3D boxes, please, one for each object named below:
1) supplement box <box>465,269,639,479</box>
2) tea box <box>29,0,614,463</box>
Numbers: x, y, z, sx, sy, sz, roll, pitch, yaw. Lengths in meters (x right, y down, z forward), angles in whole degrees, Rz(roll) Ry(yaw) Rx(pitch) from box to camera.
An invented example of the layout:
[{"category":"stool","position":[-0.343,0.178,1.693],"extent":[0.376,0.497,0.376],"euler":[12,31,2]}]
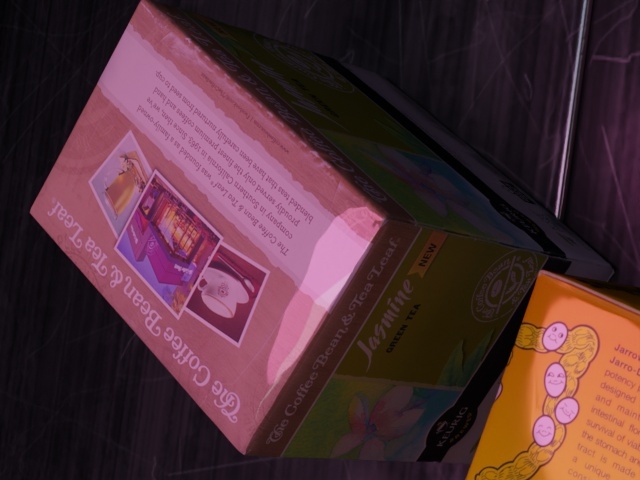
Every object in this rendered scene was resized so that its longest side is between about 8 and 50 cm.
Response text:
[{"category":"supplement box","position":[0.226,0.225,1.149],"extent":[0.195,0.194,0.357],"euler":[25,100,40]},{"category":"tea box","position":[0.000,0.000,1.292],"extent":[0.329,0.323,0.220],"euler":[43,111,35]}]
